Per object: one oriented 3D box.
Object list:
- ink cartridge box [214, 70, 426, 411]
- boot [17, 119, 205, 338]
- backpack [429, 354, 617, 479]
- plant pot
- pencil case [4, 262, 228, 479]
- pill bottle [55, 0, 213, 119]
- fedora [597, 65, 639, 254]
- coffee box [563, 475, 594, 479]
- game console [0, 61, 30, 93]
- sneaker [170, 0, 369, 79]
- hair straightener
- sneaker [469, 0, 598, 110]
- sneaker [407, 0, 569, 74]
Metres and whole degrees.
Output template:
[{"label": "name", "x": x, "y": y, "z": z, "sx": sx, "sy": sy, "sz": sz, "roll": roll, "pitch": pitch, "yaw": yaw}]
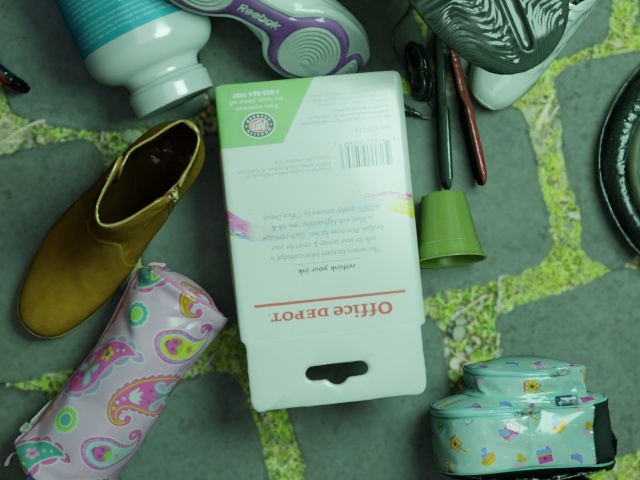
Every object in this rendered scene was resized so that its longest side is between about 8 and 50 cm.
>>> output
[{"label": "ink cartridge box", "x": 0.000, "y": 0.000, "z": 1.490, "sx": 0.207, "sy": 0.119, "sz": 0.353, "roll": -5, "pitch": 91, "yaw": -4}, {"label": "boot", "x": -0.232, "y": -0.013, "z": 1.425, "sx": 0.104, "sy": 0.211, "sz": 0.295, "roll": 39, "pitch": 88, "yaw": -4}, {"label": "backpack", "x": 0.213, "y": 0.201, "z": 1.488, "sx": 0.188, "sy": 0.166, "sz": 0.144, "roll": -12, "pitch": 91, "yaw": -7}, {"label": "plant pot", "x": 0.144, "y": -0.014, "z": 1.529, "sx": 0.083, "sy": 0.083, "sz": 0.079, "roll": -4, "pitch": 78, "yaw": -5}, {"label": "pencil case", "x": -0.223, "y": 0.161, "z": 1.476, "sx": 0.124, "sy": 0.124, "sz": 0.284, "roll": 36, "pitch": 90, "yaw": -4}, {"label": "pill bottle", "x": -0.212, "y": -0.268, "z": 1.454, "sx": 0.146, "sy": 0.146, "sz": 0.264, "roll": -25, "pitch": 93, "yaw": -4}, {"label": "fedora", "x": 0.487, "y": -0.105, "z": 1.503, "sx": 0.334, "sy": 0.152, "sz": 0.334, "roll": 0, "pitch": 86, "yaw": -4}, {"label": "coffee box", "x": 0.371, "y": 0.381, "z": 1.538, "sx": 0.246, "sy": 0.098, "sz": 0.141, "roll": 26, "pitch": 89, "yaw": -5}, {"label": "game console", "x": -0.349, "y": -0.231, "z": 1.444, "sx": 0.124, "sy": 0.144, "sz": 0.085, "roll": 39, "pitch": 89, "yaw": -4}, {"label": "sneaker", "x": -0.052, "y": -0.282, "z": 1.448, "sx": 0.114, "sy": 0.305, "sz": 0.152, "roll": -26, "pitch": 50, "yaw": 32}, {"label": "hair straightener", "x": 0.128, "y": -0.169, "z": 1.533, "sx": 0.089, "sy": 0.047, "sz": 0.230, "roll": -11, "pitch": 92, "yaw": -5}, {"label": "sneaker", "x": 0.252, "y": -0.251, "z": 1.520, "sx": 0.090, "sy": 0.095, "sz": 0.235, "roll": 36, "pitch": 90, "yaw": -6}, {"label": "sneaker", "x": 0.114, "y": -0.358, "z": 1.412, "sx": 0.169, "sy": 0.257, "sz": 0.447, "roll": -31, "pitch": 83, "yaw": 4}]
